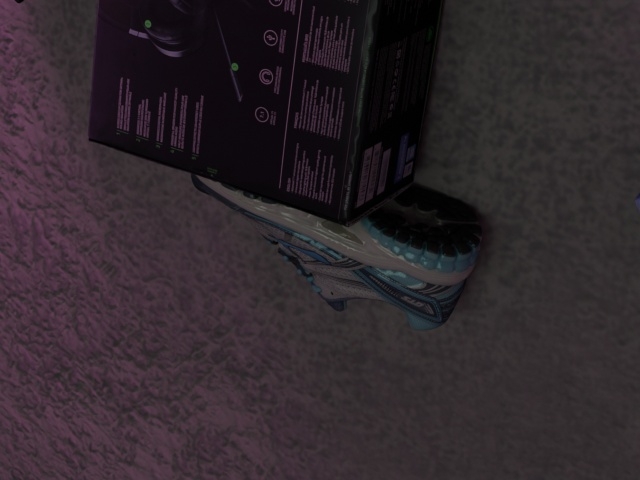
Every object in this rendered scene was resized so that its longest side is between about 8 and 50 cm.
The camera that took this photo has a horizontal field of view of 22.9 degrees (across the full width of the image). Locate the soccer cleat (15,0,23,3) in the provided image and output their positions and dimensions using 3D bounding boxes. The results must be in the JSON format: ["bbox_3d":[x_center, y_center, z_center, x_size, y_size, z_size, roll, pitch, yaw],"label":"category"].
[{"bbox_3d":[-0.233,-0.349,1.382,0.143,0.116,0.331,49,128,1],"label":"soccer cleat"}]

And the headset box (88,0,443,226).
[{"bbox_3d":[-0.055,-0.178,1.335,0.283,0.131,0.246,18,115,23],"label":"headset box"}]

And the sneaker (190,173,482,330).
[{"bbox_3d":[0.000,0.000,1.417,0.283,0.110,0.122,24,126,20],"label":"sneaker"}]

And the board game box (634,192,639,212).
[{"bbox_3d":[0.373,0.005,1.232,0.211,0.039,0.160,-18,103,37],"label":"board game box"}]
